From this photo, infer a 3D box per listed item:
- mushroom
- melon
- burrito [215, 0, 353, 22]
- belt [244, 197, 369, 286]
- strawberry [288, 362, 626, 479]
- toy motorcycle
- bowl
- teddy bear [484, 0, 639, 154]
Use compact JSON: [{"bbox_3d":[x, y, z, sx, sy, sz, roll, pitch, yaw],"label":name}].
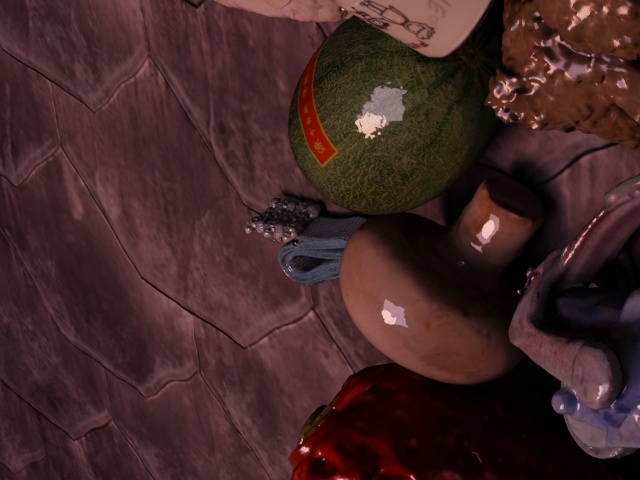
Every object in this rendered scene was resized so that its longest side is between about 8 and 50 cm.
[{"bbox_3d":[0.114,0.031,1.867,0.206,0.206,0.209,23,115,46],"label":"mushroom"},{"bbox_3d":[0.066,-0.119,1.787,0.182,0.182,0.287,54,147,7],"label":"melon"},{"bbox_3d":[-0.050,-0.262,1.951,0.275,0.059,0.082,17,146,50],"label":"burrito"},{"bbox_3d":[0.003,-0.003,2.120,0.179,0.065,0.100,-10,118,57],"label":"belt"},{"bbox_3d":[0.144,0.257,1.919,0.317,0.345,0.295,68,-161,-73],"label":"strawberry"},{"bbox_3d":[0.284,0.074,1.634,0.319,0.182,0.241,-4,114,59],"label":"toy motorcycle"},{"bbox_3d":[0.068,-0.276,1.569,0.238,0.126,0.237,-166,90,-72],"label":"bowl"},{"bbox_3d":[0.222,-0.189,1.512,0.267,0.156,0.256,48,148,20],"label":"teddy bear"}]
